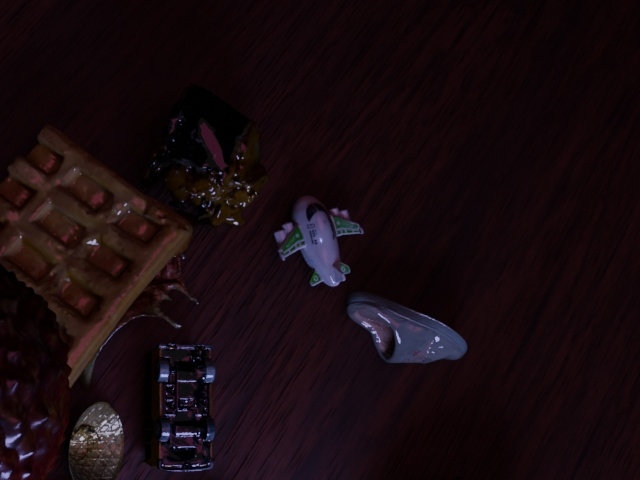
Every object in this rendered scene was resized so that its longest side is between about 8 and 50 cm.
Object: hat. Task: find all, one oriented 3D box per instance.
[{"bbox_3d":[-0.378,0.326,1.542,0.146,0.067,0.145,-2,90,-67],"label":"hat"}]

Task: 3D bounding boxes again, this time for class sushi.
[{"bbox_3d":[-0.183,-0.132,1.647,0.204,0.213,0.200,30,87,-7],"label":"sushi"}]

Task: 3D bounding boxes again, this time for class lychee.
[{"bbox_3d":[-0.530,0.187,1.254,0.425,0.424,0.500,11,37,-24],"label":"lychee"}]

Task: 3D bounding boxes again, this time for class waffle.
[{"bbox_3d":[-0.407,0.022,1.516,0.304,0.077,0.348,36,72,2],"label":"waffle"}]

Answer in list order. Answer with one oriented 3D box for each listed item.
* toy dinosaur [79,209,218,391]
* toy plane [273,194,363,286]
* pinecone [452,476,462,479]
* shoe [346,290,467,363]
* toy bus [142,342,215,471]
[{"bbox_3d":[-0.298,0.087,1.610,0.207,0.113,0.327,7,65,2],"label":"toy dinosaur"},{"bbox_3d":[-0.001,0.000,1.764,0.174,0.080,0.173,5,77,-24],"label":"toy plane"},{"bbox_3d":[0.226,0.562,1.688,0.296,0.242,0.298,-32,94,-35],"label":"pinecone"},{"bbox_3d":[0.152,0.180,1.797,0.251,0.103,0.100,27,70,-14],"label":"shoe"},{"bbox_3d":[-0.233,0.273,1.586,0.098,0.114,0.200,5,74,-26],"label":"toy bus"}]
